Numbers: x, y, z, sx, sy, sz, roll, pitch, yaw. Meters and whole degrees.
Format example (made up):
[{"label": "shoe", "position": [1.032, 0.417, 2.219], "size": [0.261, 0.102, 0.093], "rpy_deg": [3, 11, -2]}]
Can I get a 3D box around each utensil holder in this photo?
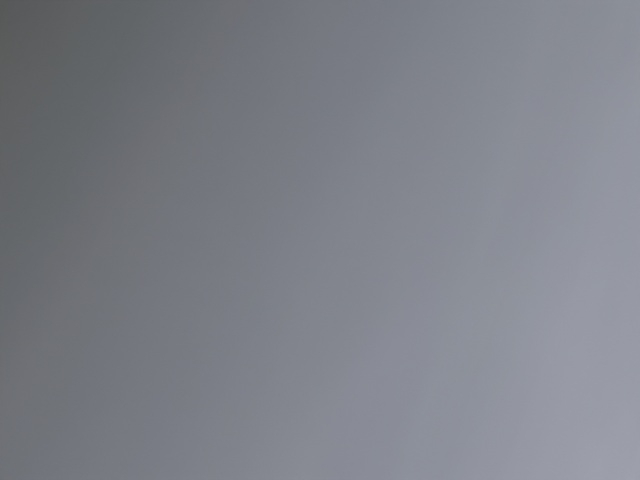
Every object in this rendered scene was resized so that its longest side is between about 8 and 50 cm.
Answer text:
[{"label": "utensil holder", "position": [-0.048, 0.069, 0.552], "size": [0.327, 0.385, 0.328], "rpy_deg": [19, 152, 11]}]
